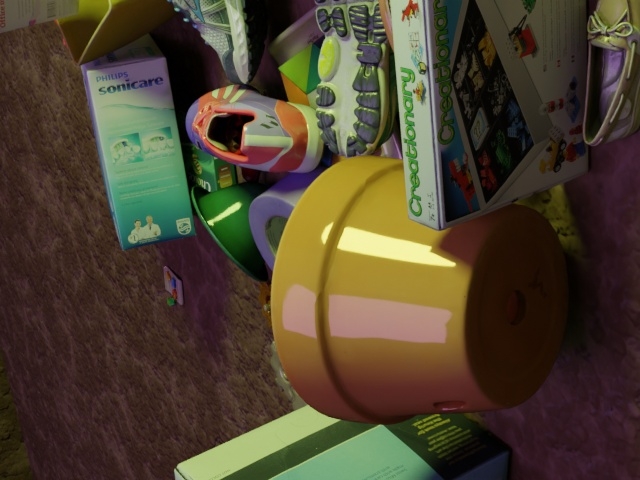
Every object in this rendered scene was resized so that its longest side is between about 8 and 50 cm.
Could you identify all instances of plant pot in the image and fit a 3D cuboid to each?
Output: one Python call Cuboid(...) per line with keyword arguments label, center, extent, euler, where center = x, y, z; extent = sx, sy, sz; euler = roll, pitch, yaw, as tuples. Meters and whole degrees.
Cuboid(label="plant pot", center=(-0.280, -0.403, 1.628), extent=(0.212, 0.187, 0.212), euler=(-31, 80, 62))
Cuboid(label="plant pot", center=(0.119, 0.059, 1.173), extent=(0.204, 0.291, 0.290), euler=(5, 113, 42))

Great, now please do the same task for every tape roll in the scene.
Cuboid(label="tape roll", center=(0.000, 0.000, 1.468), extent=(0.189, 0.080, 0.189), euler=(36, 148, 26))

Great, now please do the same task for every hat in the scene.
Cuboid(label="hat", center=(-0.070, -0.064, 1.659), extent=(0.173, 0.184, 0.208), euler=(58, -170, 28))

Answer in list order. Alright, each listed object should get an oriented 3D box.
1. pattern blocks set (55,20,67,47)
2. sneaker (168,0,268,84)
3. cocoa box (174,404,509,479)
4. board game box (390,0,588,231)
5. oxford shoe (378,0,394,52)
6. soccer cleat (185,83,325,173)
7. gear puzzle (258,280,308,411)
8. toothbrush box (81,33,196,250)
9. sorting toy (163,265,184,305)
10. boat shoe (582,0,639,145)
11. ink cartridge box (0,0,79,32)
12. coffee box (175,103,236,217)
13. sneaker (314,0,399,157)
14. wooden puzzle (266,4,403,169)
Cuboid(label="pattern blocks set", center=(-0.428, -0.456, 1.795), extent=(0.285, 0.026, 0.324), euler=(56, -161, -30))
Cuboid(label="sneaker", center=(-0.147, -0.327, 1.457), extent=(0.122, 0.110, 0.283), euler=(-2, 128, 16))
Cuboid(label="cocoa box", center=(0.031, 0.353, 1.410), extent=(0.228, 0.347, 0.231), euler=(35, 136, 45))
Cuboid(label="board game box", center=(0.155, -0.180, 1.016), extent=(0.053, 0.193, 0.305), euler=(26, 129, 51))
Cuboid(label="oxford shoe", center=(0.132, -0.269, 1.078), extent=(0.130, 0.123, 0.348), euler=(4, 113, 53))
Cuboid(label="soccer cleat", center=(-0.117, -0.150, 1.488), extent=(0.318, 0.117, 0.108), euler=(21, 106, 56))
Cuboid(label="gear puzzle", center=(-0.013, 0.207, 1.721), extent=(0.338, 0.044, 0.175), euler=(61, 152, 21))
Cuboid(label="toothbrush box", center=(-0.296, -0.164, 1.817), extent=(0.216, 0.126, 0.295), euler=(-128, 27, -65))
Cuboid(label="sorting toy", center=(-0.275, 0.096, 2.121), extent=(0.062, 0.012, 0.083), euler=(37, 137, 44))
Cuboid(label="boat shoe", center=(0.257, -0.158, 1.004), extent=(0.056, 0.048, 0.153), euler=(35, 137, 46))
Cuboid(label="ink cartridge box", center=(-0.412, -0.351, 1.541), extent=(0.090, 0.143, 0.092), euler=(50, 146, 32))
Cuboid(label="coffee box", center=(-0.176, -0.113, 1.786), extent=(0.113, 0.040, 0.184), euler=(30, 133, 50))
Cuboid(label="sneaker", center=(0.055, -0.227, 1.249), extent=(0.107, 0.110, 0.275), euler=(16, 107, 24))
Cuboid(label="wooden puzzle", center=(0.016, -0.166, 1.420), extent=(0.221, 0.044, 0.238), euler=(-22, 89, 61))
